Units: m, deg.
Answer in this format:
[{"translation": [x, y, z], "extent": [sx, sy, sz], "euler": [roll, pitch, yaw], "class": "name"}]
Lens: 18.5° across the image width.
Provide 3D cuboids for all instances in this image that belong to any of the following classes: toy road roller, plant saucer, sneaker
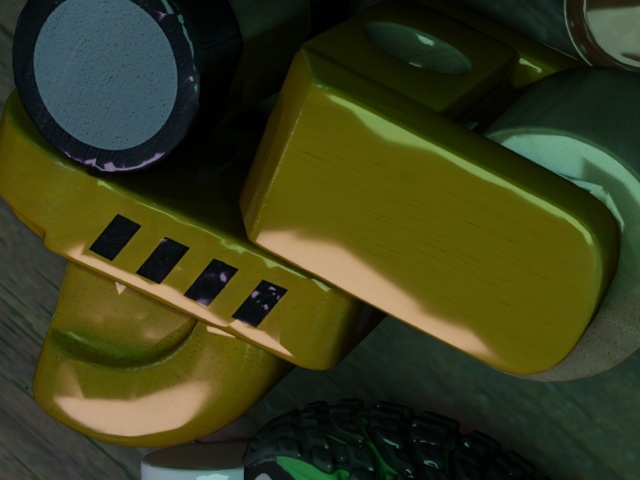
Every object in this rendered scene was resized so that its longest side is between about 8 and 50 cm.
[{"translation": [0.000, 0.000, 0.938], "extent": [0.329, 0.202, 0.240], "euler": [25, 114, 12], "class": "toy road roller"}, {"translation": [0.163, -0.117, 0.975], "extent": [0.083, 0.013, 0.083], "euler": [1, 96, 13], "class": "plant saucer"}, {"translation": [0.092, 0.211, 0.943], "extent": [0.343, 0.134, 0.146], "euler": [41, 107, -5], "class": "sneaker"}]

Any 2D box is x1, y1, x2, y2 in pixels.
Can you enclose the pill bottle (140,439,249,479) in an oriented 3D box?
[{"translation": [-0.047, 0.202, 1.005], "extent": [0.112, 0.112, 0.186], "euler": [-1, 95, 13], "class": "pill bottle"}]
